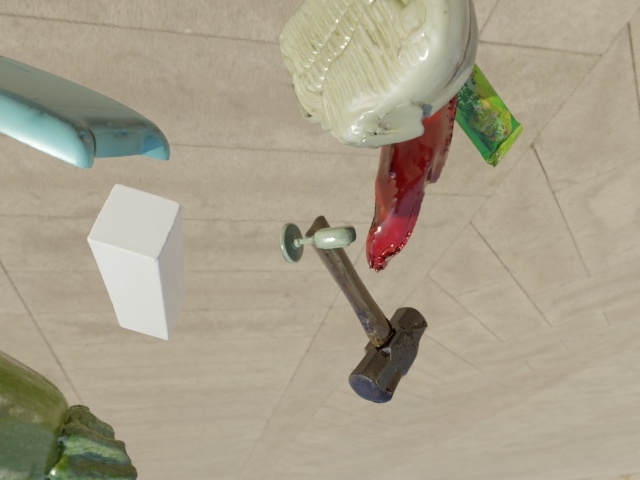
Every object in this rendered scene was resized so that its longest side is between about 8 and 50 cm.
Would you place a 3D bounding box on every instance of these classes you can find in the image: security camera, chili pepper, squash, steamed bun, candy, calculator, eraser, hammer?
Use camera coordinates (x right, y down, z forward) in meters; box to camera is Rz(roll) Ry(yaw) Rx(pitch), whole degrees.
[{"bbox_3d":[0.000,0.000,0.674,0.092,0.058,0.058,-5,153,27],"label":"security camera"},{"bbox_3d":[0.135,-0.137,0.766,0.110,0.387,0.110,14,164,4],"label":"chili pepper"},{"bbox_3d":[-0.176,0.114,0.307,0.105,0.105,0.132,-31,136,34],"label":"squash"},{"bbox_3d":[0.073,-0.194,0.549,0.144,0.211,0.218,3,142,-40],"label":"steamed bun"},{"bbox_3d":[0.257,-0.216,0.852,0.178,0.102,0.032,48,165,-14],"label":"candy"},{"bbox_3d":[-0.424,-0.208,0.756,0.386,0.256,0.054,25,108,11],"label":"calculator"},{"bbox_3d":[-0.227,0.045,0.684,0.078,0.076,0.298,17,150,-4],"label":"eraser"},{"bbox_3d":[0.089,0.131,1.163,0.095,0.242,0.409,-15,112,45],"label":"hammer"}]
